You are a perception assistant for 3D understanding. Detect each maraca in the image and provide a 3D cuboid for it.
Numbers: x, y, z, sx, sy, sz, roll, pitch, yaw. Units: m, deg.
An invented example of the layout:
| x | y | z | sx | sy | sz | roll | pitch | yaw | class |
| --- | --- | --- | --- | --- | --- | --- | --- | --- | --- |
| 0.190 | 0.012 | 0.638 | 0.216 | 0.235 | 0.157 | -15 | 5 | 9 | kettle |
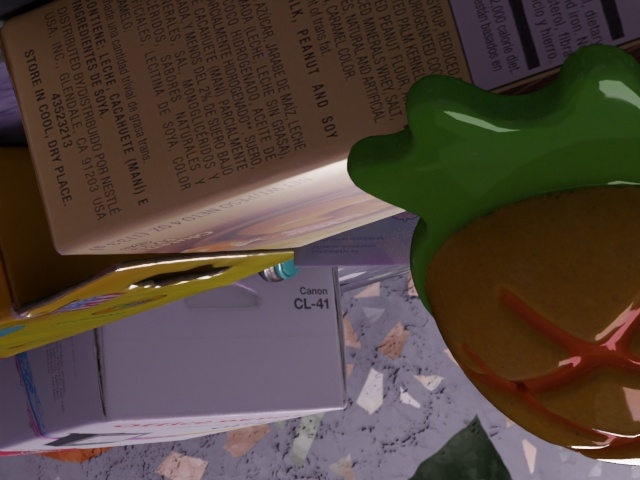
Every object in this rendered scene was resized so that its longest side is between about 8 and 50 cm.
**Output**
| x | y | z | sx | sy | sz | roll | pitch | yaw | class |
| --- | --- | --- | --- | --- | --- | --- | --- | --- | --- |
| 0.083 | 0.003 | 0.442 | 0.127 | 0.099 | 0.186 | -11 | 148 | 22 | maraca |

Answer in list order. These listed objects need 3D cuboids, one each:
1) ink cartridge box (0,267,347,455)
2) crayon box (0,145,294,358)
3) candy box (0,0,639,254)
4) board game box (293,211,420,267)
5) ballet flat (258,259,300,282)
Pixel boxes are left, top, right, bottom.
| x | y | z | sx | sy | sz | roll | pitch | yaw | class |
| --- | --- | --- | --- | --- | --- | --- | --- | --- | --- |
| -0.151 | 0.104 | 1.350 | 0.226 | 0.131 | 0.306 | 0 | 170 | -31 | ink cartridge box |
| -0.187 | 0.021 | 0.795 | 0.318 | 0.081 | 0.202 | -18 | 175 | 23 | crayon box |
| 0.078 | -0.078 | 0.525 | 0.316 | 0.087 | 0.183 | -19 | 174 | 24 | candy box |
| 0.031 | -0.033 | 0.745 | 0.090 | 0.090 | 0.020 | -1 | 178 | 15 | board game box |
| -0.023 | -0.015 | 1.031 | 0.074 | 0.074 | 0.203 | -18 | 180 | 20 | ballet flat |
